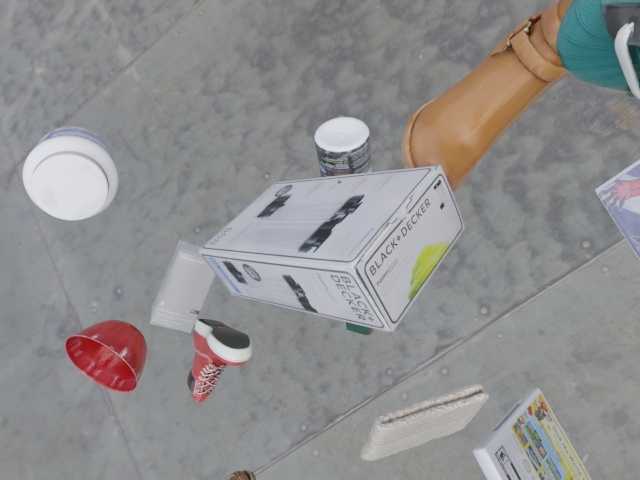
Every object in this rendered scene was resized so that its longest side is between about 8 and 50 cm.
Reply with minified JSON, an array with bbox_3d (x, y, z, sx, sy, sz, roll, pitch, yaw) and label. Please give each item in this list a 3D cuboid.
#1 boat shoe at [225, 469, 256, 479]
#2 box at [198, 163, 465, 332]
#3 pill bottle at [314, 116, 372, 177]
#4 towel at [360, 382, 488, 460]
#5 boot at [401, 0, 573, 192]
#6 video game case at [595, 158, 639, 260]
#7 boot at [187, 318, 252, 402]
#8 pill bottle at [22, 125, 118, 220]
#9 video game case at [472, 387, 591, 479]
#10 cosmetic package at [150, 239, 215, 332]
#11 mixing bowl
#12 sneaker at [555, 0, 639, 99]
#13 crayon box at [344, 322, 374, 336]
[{"bbox_3d":[-0.227,0.606,0.891,0.111,0.105,0.307,-11,52,56],"label":"boat shoe"},{"bbox_3d":[0.000,0.000,0.549,0.290,0.087,0.169,1,40,47],"label":"box"},{"bbox_3d":[0.064,-0.172,1.136,0.131,0.245,0.130,-5,50,5],"label":"pill bottle"},{"bbox_3d":[0.232,0.409,1.025,0.283,0.187,0.049,-10,47,-18],"label":"towel"},{"bbox_3d":[0.228,-0.177,0.521,0.109,0.220,0.283,50,58,-5],"label":"boot"},{"bbox_3d":[0.538,-0.060,0.662,0.201,0.023,0.183,-50,46,47],"label":"video game case"},{"bbox_3d":[-0.223,0.277,0.975,0.244,0.089,0.176,4,83,60],"label":"boot"},{"bbox_3d":[-0.463,-0.126,0.852,0.152,0.152,0.272,-56,32,2],"label":"pill bottle"},{"bbox_3d":[0.336,0.366,0.671,0.026,0.206,0.226,-39,73,44],"label":"video game case"},{"bbox_3d":[-0.393,0.133,1.319,0.127,0.107,0.237,19,105,-22],"label":"cosmetic package"},{"bbox_3d":[-0.464,0.246,1.024,0.182,0.098,0.181,11,127,15],"label":"mixing bowl"},{"bbox_3d":[0.230,-0.092,0.208,0.121,0.108,0.302,-49,30,-6],"label":"sneaker"},{"bbox_3d":[0.117,0.065,1.131,0.081,0.318,0.202,13,49,24],"label":"crayon box"}]
